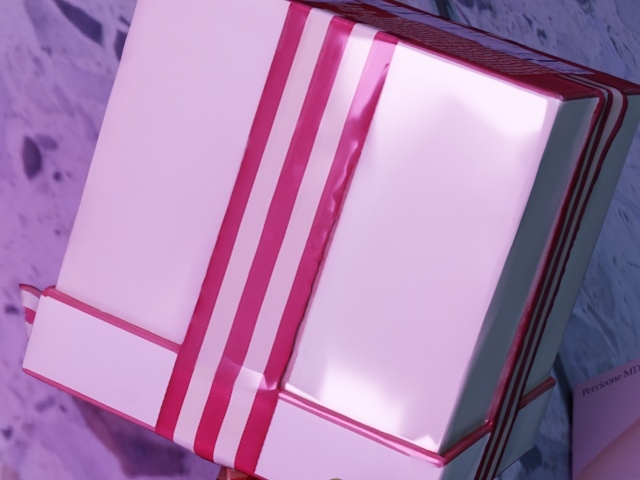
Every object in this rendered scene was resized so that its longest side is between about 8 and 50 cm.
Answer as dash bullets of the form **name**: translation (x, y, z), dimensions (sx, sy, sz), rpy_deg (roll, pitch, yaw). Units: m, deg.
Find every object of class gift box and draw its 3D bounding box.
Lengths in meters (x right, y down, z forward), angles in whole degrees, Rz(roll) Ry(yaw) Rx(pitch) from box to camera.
- **gift box**: translation (0.000, 0.000, 0.952), dimensions (0.255, 0.276, 0.258), rpy_deg (-8, 117, -64)

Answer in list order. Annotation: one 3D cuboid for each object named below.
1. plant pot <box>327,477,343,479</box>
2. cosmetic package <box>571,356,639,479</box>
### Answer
- **plant pot**: translation (-0.022, 0.264, 0.695), dimensions (0.227, 0.228, 0.207), rpy_deg (53, 10, -4)
- **cosmetic package**: translation (0.279, 0.228, 1.328), dimensions (0.113, 0.160, 0.309), rpy_deg (42, 35, -30)
